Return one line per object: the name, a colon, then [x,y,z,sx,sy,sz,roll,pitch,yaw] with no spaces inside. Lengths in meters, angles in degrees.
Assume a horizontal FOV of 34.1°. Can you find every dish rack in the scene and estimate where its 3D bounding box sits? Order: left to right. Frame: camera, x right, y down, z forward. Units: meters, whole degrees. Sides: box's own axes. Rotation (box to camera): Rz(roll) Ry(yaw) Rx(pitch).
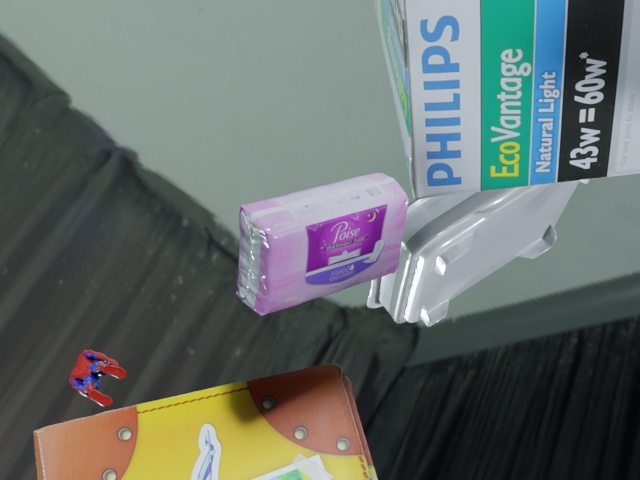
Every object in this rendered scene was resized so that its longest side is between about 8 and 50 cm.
dish rack: [0.192,-0.010,1.208,0.072,0.285,0.333,56,169,18]

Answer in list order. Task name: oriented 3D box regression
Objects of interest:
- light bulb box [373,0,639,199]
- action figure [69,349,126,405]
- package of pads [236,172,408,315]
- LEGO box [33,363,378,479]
light bulb box: [0.231,-0.242,0.911,0.361,0.358,0.225,-7,130,1]
action figure: [-0.184,0.111,0.856,0.030,0.038,0.115,26,172,-23]
package of pads: [0.000,0.000,0.500,0.032,0.083,0.050,43,138,42]
LEGO box: [-0.018,0.389,0.640,0.193,0.500,0.372,-12,150,-9]
